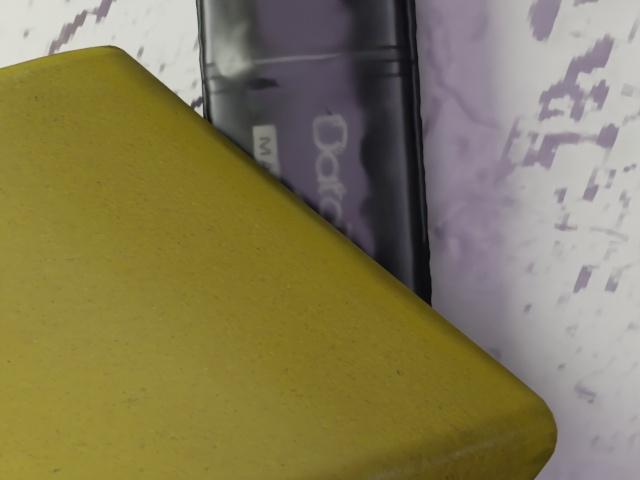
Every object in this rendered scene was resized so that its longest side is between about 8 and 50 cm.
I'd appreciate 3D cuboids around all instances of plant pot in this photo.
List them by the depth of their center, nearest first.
[{"bbox_3d":[-0.097,0.082,0.466,0.212,0.187,0.212,40,111,20],"label":"plant pot"}]

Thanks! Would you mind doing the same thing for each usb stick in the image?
[{"bbox_3d":[0.000,0.000,0.545,0.077,0.045,0.278,-3,92,9],"label":"usb stick"}]
